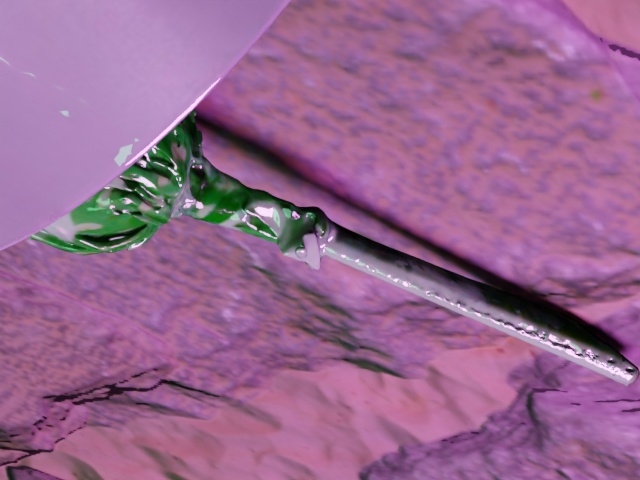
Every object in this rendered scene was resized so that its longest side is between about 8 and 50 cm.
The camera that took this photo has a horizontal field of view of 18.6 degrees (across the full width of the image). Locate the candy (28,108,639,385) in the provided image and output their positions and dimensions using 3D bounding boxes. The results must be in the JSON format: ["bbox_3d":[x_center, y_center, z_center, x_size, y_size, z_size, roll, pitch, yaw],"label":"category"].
[{"bbox_3d":[0.001,0.000,0.863,0.323,0.097,0.097,22,149,-12],"label":"candy"}]

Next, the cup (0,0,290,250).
[{"bbox_3d":[-0.132,-0.201,0.517,0.323,0.237,0.327,-36,119,22],"label":"cup"}]
